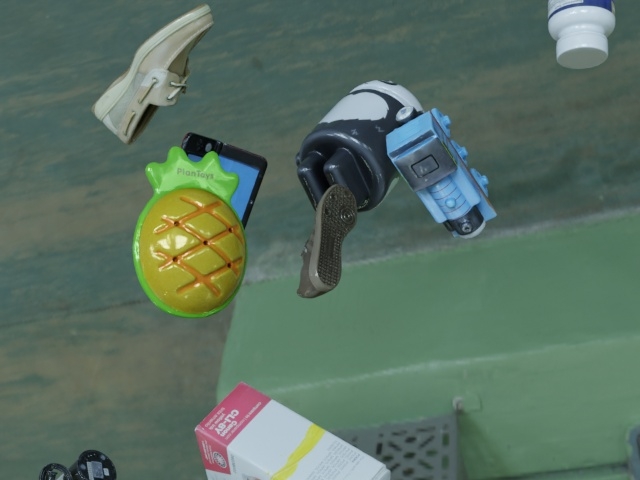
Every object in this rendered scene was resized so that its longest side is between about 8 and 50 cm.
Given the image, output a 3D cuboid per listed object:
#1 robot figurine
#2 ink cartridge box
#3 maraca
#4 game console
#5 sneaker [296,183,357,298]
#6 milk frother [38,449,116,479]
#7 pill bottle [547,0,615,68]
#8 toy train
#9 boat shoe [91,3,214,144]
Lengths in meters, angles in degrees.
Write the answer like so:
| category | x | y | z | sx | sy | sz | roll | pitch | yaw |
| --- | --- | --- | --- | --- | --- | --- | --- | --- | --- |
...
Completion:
| category | x | y | z | sx | sy | sz | roll | pitch | yaw |
| --- | --- | --- | --- | --- | --- | --- | --- | --- | --- |
| robot figurine | 0.072 | -0.162 | 1.632 | 0.209 | 0.278 | 0.173 | 30 | 140 | 13 |
| ink cartridge box | -0.054 | 0.511 | 1.988 | 0.385 | 0.160 | 0.279 | 24 | 139 | 30 |
| maraca | -0.138 | -0.009 | 1.016 | 0.127 | 0.099 | 0.185 | 6 | 77 | -29 |
| game console | -0.162 | -0.077 | 1.428 | 0.085 | 0.124 | 0.144 | 22 | 95 | 24 |
| sneaker | 0.000 | 0.000 | 1.388 | 0.066 | 0.188 | 0.071 | 34 | 139 | -23 |
| milk frother | -0.472 | 0.457 | 1.732 | 0.143 | 0.129 | 0.135 | 33 | 118 | -26 |
| pill bottle | 0.443 | -0.394 | 1.613 | 0.112 | 0.112 | 0.186 | 1 | 75 | 8 |
| toy train | 0.148 | -0.079 | 1.158 | 0.080 | 0.105 | 0.184 | -27 | 116 | 20 |
| boat shoe | -0.259 | -0.268 | 1.553 | 0.302 | 0.109 | 0.098 | -37 | 95 | 35 |
